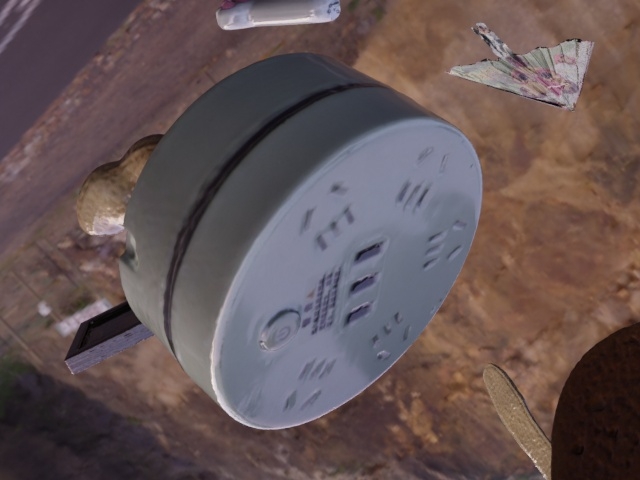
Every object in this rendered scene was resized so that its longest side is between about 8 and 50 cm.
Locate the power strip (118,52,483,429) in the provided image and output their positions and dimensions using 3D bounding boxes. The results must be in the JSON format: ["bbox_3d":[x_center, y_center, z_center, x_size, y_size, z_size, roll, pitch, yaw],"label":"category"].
[{"bbox_3d":[0.000,0.000,0.776,0.357,0.161,0.358,-30,139,-30],"label":"power strip"}]

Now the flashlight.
[{"bbox_3d":[-0.062,-0.331,1.145,0.200,0.048,0.093,6,-153,34],"label":"flashlight"}]

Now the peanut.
[{"bbox_3d":[-0.235,-0.075,1.062,0.227,0.104,0.085,-28,158,30],"label":"peanut"}]

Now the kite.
[{"bbox_3d":[0.345,-0.286,1.341,0.323,0.267,0.013,1,-114,58],"label":"kite"}]

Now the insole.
[{"bbox_3d":[0.350,0.319,1.400,0.011,0.248,0.081,-6,133,-26],"label":"insole"}]

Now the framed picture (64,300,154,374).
[{"bbox_3d":[-0.214,0.090,0.954,0.168,0.023,0.128,-26,-165,-2],"label":"framed picture"}]

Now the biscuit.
[{"bbox_3d":[0.464,0.284,1.111,0.350,0.070,0.395,-36,-152,47],"label":"biscuit"}]
